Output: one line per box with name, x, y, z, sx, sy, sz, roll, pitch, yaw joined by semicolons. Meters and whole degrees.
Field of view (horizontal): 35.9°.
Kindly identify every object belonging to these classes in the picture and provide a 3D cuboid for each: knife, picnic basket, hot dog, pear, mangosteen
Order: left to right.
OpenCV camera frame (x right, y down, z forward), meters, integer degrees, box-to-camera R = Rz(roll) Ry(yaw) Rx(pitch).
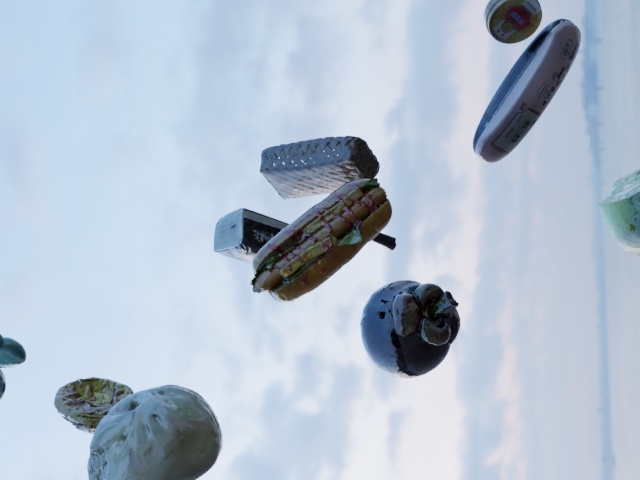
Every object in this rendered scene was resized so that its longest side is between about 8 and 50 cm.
picnic basket;-0.003;-0.118;1.640;0.110;0.193;0.055;51;-140;-48
hot dog;0.000;0.000;1.456;0.104;0.250;0.076;51;166;15
knife;0.070;-0.020;2.203;0.230;0.060;0.028;23;-133;-32
mangosteen;0.200;0.174;2.070;0.211;0.250;0.211;17;-123;-29
pear;0.754;-0.072;2.136;0.176;0.286;0.282;58;-145;-2

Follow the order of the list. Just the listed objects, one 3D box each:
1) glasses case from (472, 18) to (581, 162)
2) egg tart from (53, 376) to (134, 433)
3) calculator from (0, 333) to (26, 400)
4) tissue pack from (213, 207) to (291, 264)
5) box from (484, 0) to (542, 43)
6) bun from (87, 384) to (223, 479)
glasses case;0.404;-0.290;1.937;0.122;0.075;0.314;13;-66;-53
egg tart;-0.336;0.252;1.487;0.130;0.130;0.052;-52;-29;-66
calculator;-0.515;0.191;1.259;0.184;0.295;0.042;53;-164;-49
tissue pack;-0.112;0.003;1.910;0.170;0.103;0.090;20;-114;-35
box;0.357;-0.417;1.829;0.105;0.105;0.037;71;-174;-45
bun;-0.230;0.266;1.299;0.193;0.178;0.128;-30;-78;-40
